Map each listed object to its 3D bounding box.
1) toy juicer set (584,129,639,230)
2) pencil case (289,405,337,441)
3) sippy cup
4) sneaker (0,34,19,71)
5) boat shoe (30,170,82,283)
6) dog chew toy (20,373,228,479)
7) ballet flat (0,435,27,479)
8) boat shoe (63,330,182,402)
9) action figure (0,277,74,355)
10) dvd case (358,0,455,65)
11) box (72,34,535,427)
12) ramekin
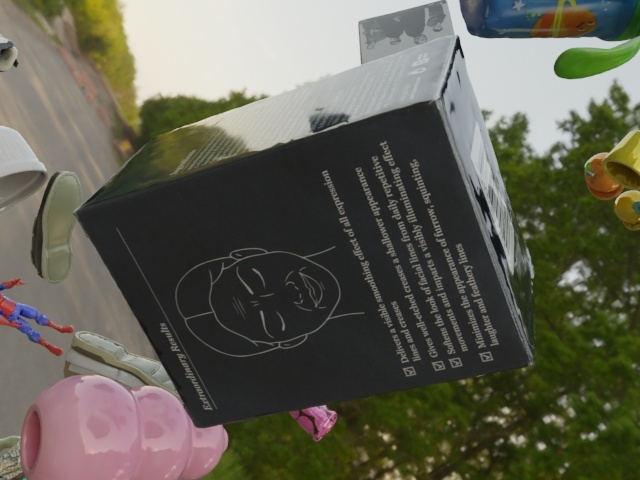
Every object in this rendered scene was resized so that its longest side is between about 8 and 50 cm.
[{"bbox_3d":[0.511,-0.015,1.186,0.329,0.089,0.209,37,-9,-4],"label":"toy juicer set"},{"bbox_3d":[-0.053,0.363,1.894,0.209,0.095,0.098,43,-31,13],"label":"pencil case"},{"bbox_3d":[0.300,-0.367,1.087,0.305,0.224,0.240,-105,-173,-60],"label":"sippy cup"},{"bbox_3d":[-0.767,-0.461,1.917,0.153,0.094,0.235,27,31,-13],"label":"sneaker"},{"bbox_3d":[-0.512,-0.032,1.566,0.068,0.081,0.228,28,-67,35],"label":"boat shoe"},{"bbox_3d":[-0.304,0.325,1.331,0.331,0.207,0.206,11,26,-35],"label":"dog chew toy"},{"bbox_3d":[-0.731,0.542,1.760,0.182,0.164,0.483,28,24,8],"label":"ballet flat"},{"bbox_3d":[-0.369,0.289,1.627,0.302,0.103,0.113,25,7,12],"label":"boat shoe"},{"bbox_3d":[-0.651,0.164,1.816,0.139,0.091,0.280,-3,-32,38],"label":"action figure"},{"bbox_3d":[0.162,-0.358,1.527,0.030,0.179,0.239,69,15,-44],"label":"dvd case"},{"bbox_3d":[0.000,0.000,0.891,0.212,0.395,0.294,-67,137,-58],"label":"box"},{"bbox_3d":[-0.627,-0.125,1.525,0.109,0.207,0.207,61,-7,5],"label":"ramekin"}]
